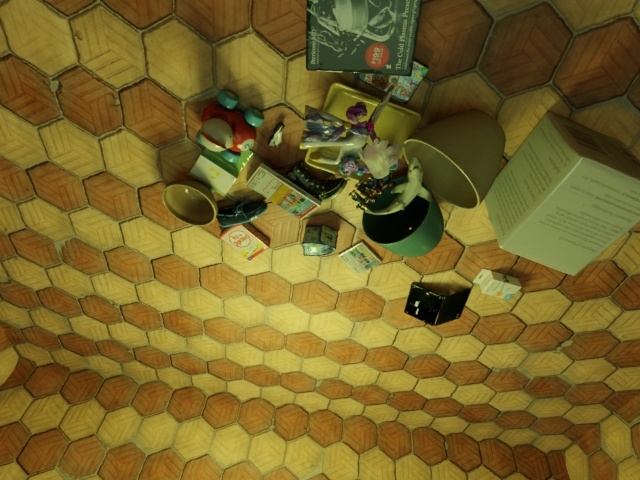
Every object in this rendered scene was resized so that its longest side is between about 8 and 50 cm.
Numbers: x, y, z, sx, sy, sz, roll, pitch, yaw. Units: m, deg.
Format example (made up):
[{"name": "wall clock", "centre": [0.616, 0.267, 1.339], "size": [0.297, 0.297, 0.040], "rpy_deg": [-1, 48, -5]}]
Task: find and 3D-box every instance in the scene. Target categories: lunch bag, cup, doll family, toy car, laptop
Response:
[{"name": "lunch bag", "centre": [0.000, 0.000, 1.810], "size": [0.151, 0.129, 0.096], "rpy_deg": [2, 132, 7]}, {"name": "cup", "centre": [0.481, -0.301, 1.387], "size": [0.237, 0.331, 0.331], "rpy_deg": [-46, 118, -4]}, {"name": "doll family", "centre": [0.202, -0.197, 1.543], "size": [0.111, 0.076, 0.193], "rpy_deg": [39, 122, -18]}, {"name": "toy car", "centre": [-0.341, -0.373, 1.448], "size": [0.210, 0.238, 0.219], "rpy_deg": [32, 122, -18]}, {"name": "laptop", "centre": [0.588, 0.309, 2.071], "size": [0.264, 0.136, 0.234], "rpy_deg": [23, 135, 22]}]

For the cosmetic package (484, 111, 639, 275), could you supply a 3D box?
[{"name": "cosmetic package", "centre": [0.841, -0.159, 1.419], "size": [0.327, 0.330, 0.394], "rpy_deg": [19, 132, -9]}]

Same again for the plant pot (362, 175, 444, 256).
[{"name": "plant pot", "centre": [0.349, -0.068, 1.611], "size": [0.293, 0.293, 0.235], "rpy_deg": [-27, 139, 28]}]

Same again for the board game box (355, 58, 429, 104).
[{"name": "board game box", "centre": [0.236, -0.559, 1.352], "size": [0.201, 0.035, 0.136], "rpy_deg": [23, 130, -11]}]

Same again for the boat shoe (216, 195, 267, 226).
[{"name": "boat shoe", "centre": [-0.354, -0.125, 1.769], "size": [0.258, 0.109, 0.089], "rpy_deg": [-18, 122, 20]}]

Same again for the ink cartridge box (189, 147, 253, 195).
[{"name": "ink cartridge box", "centre": [-0.404, -0.310, 1.650], "size": [0.171, 0.056, 0.235], "rpy_deg": [33, 129, -19]}]

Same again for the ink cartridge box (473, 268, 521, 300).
[{"name": "ink cartridge box", "centre": [0.828, 0.208, 1.916], "size": [0.181, 0.062, 0.104], "rpy_deg": [16, 131, -5]}]

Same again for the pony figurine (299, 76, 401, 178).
[{"name": "pony figurine", "centre": [0.120, -0.335, 1.324], "size": [0.363, 0.303, 0.351], "rpy_deg": [9, 169, -3]}]

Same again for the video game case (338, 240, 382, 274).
[{"name": "video game case", "centre": [0.188, 0.084, 1.930], "size": [0.143, 0.019, 0.157], "rpy_deg": [-31, 119, 29]}]

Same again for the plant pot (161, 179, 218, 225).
[{"name": "plant pot", "centre": [-0.539, -0.180, 1.732], "size": [0.237, 0.110, 0.237], "rpy_deg": [9, 140, 8]}]

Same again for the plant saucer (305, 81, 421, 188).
[{"name": "plant saucer", "centre": [0.146, -0.383, 1.490], "size": [0.332, 0.081, 0.333], "rpy_deg": [18, 131, -8]}]

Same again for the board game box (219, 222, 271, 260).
[{"name": "board game box", "centre": [-0.353, -0.005, 1.911], "size": [0.146, 0.045, 0.193], "rpy_deg": [-32, 119, 30]}]

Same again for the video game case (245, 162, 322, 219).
[{"name": "video game case", "centre": [-0.155, -0.193, 1.668], "size": [0.285, 0.025, 0.204], "rpy_deg": [32, 155, -15]}]

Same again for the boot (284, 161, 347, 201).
[{"name": "boot", "centre": [-0.024, -0.236, 1.604], "size": [0.178, 0.085, 0.236], "rpy_deg": [43, 148, -23]}]

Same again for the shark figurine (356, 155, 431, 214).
[{"name": "shark figurine", "centre": [0.280, -0.164, 1.474], "size": [0.166, 0.116, 0.278], "rpy_deg": [40, 111, -21]}]

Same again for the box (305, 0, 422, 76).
[{"name": "box", "centre": [0.123, -0.666, 1.154], "size": [0.312, 0.179, 0.343], "rpy_deg": [5, 123, 5]}]

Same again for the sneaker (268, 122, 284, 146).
[{"name": "sneaker", "centre": [-0.160, -0.401, 1.550], "size": [0.043, 0.040, 0.109], "rpy_deg": [15, 137, -27]}]
